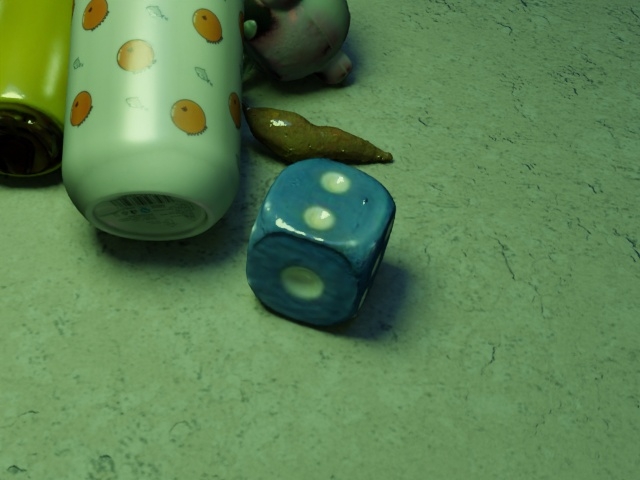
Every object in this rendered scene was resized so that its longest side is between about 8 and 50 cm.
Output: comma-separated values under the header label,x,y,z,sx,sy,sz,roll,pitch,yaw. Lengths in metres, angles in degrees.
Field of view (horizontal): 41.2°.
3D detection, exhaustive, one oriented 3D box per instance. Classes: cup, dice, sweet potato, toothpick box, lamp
label,x,y,z,sx,sy,sz,roll,pitch,yaw
cup,-0.198,-0.172,1.023,0.213,0.212,0.317,1,67,-7
dice,0.000,0.000,0.979,0.143,0.146,0.146,21,49,9
sweet potato,-0.009,-0.130,1.155,0.226,0.068,0.068,17,47,-10
toothpick box,-0.381,-0.216,1.108,0.175,0.175,0.271,0,51,-7
lamp,-0.104,-0.347,1.257,0.247,0.247,0.301,-46,56,-5
